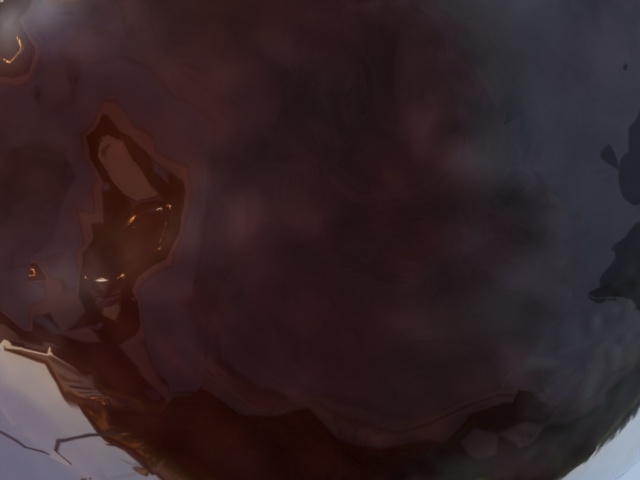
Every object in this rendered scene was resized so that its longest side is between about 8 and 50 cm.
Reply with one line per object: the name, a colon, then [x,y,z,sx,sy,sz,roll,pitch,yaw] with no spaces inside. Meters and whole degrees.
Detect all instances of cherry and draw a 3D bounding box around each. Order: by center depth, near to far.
cherry: [-0.003,-0.042,0.528,0.291,0.335,0.326,28,-110,11]
